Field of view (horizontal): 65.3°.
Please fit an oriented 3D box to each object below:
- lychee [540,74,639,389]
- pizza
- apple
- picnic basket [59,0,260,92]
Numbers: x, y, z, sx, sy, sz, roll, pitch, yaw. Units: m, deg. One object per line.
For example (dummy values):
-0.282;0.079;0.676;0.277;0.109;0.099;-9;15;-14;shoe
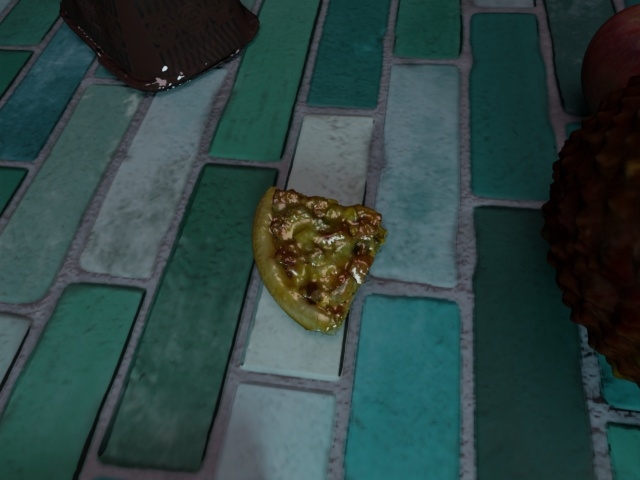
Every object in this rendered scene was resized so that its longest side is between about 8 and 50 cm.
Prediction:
0.295;-0.010;0.332;0.276;0.275;0.304;-12;36;-2;lychee
-0.001;0.000;0.478;0.134;0.046;0.175;-29;59;-13;pizza
0.349;-0.167;0.511;0.154;0.119;0.153;0;53;0;apple
-0.238;-0.350;0.679;0.223;0.129;0.297;-37;62;-19;picnic basket
